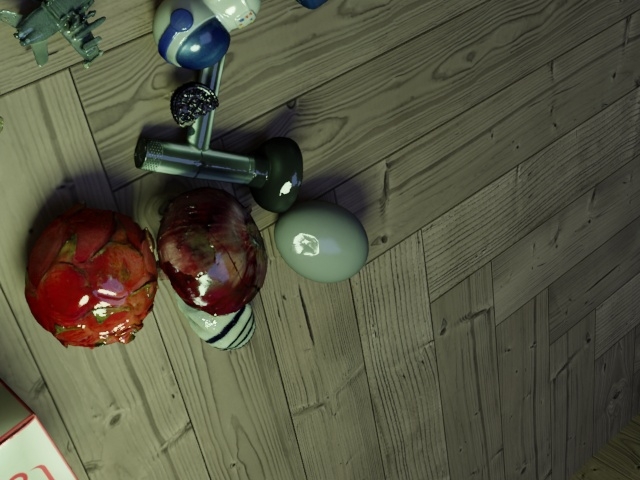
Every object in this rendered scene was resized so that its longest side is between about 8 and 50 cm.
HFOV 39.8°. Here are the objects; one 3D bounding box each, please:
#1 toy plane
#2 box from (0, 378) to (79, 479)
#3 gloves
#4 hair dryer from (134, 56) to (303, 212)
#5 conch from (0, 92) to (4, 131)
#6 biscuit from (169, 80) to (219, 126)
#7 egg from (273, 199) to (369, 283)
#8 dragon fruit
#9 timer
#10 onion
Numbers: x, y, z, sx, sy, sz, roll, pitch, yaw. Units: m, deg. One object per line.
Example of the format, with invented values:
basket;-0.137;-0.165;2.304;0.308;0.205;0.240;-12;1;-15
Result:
toy plane;-0.391;-0.395;1.423;0.262;0.088;0.192;-47;107;-20
box;-0.602;0.407;1.469;0.300;0.314;0.312;-38;133;-25
gloves;-0.210;0.144;1.816;0.140;0.131;0.219;-31;154;0
hair dryer;-0.160;-0.219;1.683;0.320;0.156;0.284;17;109;-37
conch;-0.567;-0.173;1.330;0.178;0.163;0.245;-13;150;-21
biscuit;-0.230;-0.246;1.604;0.089;0.027;0.087;11;90;-25
egg;0.000;0.000;1.915;0.232;0.176;0.176;27;91;-45
dragon fruit;-0.397;0.066;1.546;0.241;0.241;0.252;8;107;-44
timer;-0.135;-0.450;1.547;0.383;0.270;0.270;-44;136;3
onion;-0.215;0.027;1.650;0.219;0.252;0.252;-24;139;20
